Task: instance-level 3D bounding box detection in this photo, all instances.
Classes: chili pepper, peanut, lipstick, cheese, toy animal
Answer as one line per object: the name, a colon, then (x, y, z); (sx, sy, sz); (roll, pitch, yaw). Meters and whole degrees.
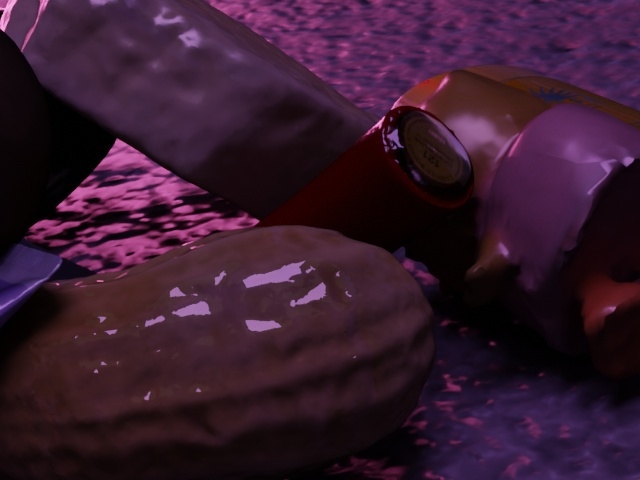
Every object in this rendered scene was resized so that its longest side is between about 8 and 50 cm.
chili pepper: (-0.293, -0.074, 1.524); (0.165, 0.173, 0.261); (25, 57, 37)
peanut: (-0.096, 0.079, 1.129); (0.340, 0.158, 0.174); (-11, 37, 4)
lipstick: (0.000, 0.000, 1.213); (0.241, 0.080, 0.080); (-37, 5, 39)
cheese: (-0.090, -0.114, 1.394); (0.115, 0.326, 0.318); (-57, 34, 6)
toy animal: (0.141, -0.021, 1.234); (0.195, 0.169, 0.281); (-15, 23, -33)

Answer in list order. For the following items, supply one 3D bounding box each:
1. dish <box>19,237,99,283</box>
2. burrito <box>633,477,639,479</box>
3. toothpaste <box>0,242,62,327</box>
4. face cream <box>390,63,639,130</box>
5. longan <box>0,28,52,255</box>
dish: (-0.289, 0.056, 1.346); (0.182, 0.080, 0.243); (4, 28, 28)
burrito: (0.062, 0.206, 0.757); (0.332, 0.190, 0.135); (-11, -12, 0)
toothpaste: (-0.308, 0.127, 1.078); (0.371, 0.080, 0.125); (-40, 18, -15)
face cream: (0.185, -0.082, 1.467); (0.139, 0.067, 0.285); (-19, 26, -24)
longan: (-0.293, -0.050, 1.221); (0.215, 0.246, 0.246); (25, 30, 1)
